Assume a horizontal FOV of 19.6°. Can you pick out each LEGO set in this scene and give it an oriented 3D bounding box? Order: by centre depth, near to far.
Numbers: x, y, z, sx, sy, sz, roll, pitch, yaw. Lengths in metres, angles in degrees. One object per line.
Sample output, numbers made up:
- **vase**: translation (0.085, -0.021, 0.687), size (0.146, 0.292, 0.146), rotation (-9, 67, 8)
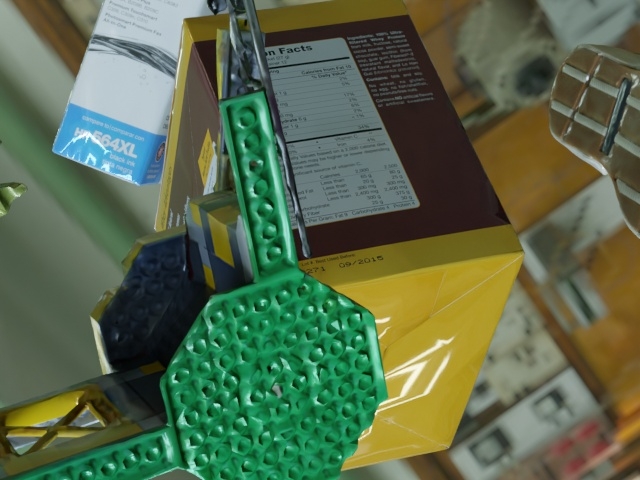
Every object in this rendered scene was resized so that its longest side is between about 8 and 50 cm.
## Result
- **LEGO set**: translation (-0.134, -0.063, 0.495), size (0.192, 0.255, 0.331), rotation (31, 144, 63)

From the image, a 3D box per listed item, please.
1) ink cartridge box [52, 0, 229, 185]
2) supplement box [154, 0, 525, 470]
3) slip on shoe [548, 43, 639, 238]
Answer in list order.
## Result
- **ink cartridge box**: translation (-0.143, -0.157, 1.591), size (0.086, 0.203, 0.148), rotation (22, -174, 7)
- **supplement box**: translation (0.000, 0.000, 1.036), size (0.191, 0.129, 0.194), rotation (104, 151, -51)
- **slip on shoe**: translation (0.114, -0.028, 0.591), size (0.041, 0.051, 0.135), rotation (14, -166, -18)
